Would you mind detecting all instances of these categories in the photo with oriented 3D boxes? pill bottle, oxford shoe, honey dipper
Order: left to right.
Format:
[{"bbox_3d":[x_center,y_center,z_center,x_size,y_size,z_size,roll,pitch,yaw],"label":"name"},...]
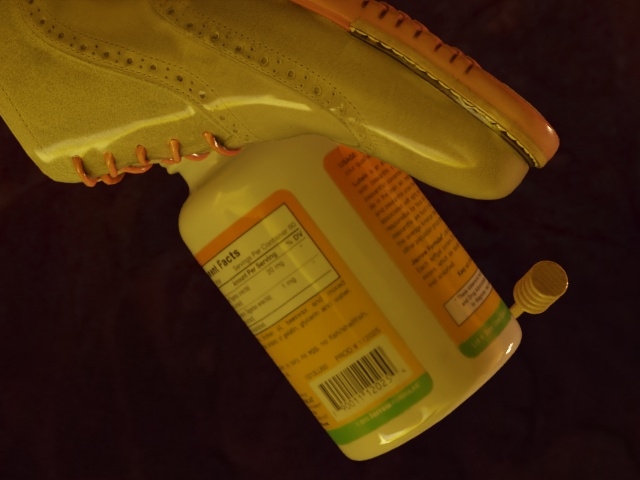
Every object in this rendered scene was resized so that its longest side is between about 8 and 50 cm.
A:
[{"bbox_3d":[-0.073,-0.082,0.691,0.146,0.397,0.140,-67,-22,-3],"label":"oxford shoe"},{"bbox_3d":[0.000,0.000,0.804,0.245,0.136,0.136,53,-135,-1],"label":"pill bottle"},{"bbox_3d":[0.150,0.058,1.018,0.030,0.160,0.030,4,-113,-10],"label":"honey dipper"}]
